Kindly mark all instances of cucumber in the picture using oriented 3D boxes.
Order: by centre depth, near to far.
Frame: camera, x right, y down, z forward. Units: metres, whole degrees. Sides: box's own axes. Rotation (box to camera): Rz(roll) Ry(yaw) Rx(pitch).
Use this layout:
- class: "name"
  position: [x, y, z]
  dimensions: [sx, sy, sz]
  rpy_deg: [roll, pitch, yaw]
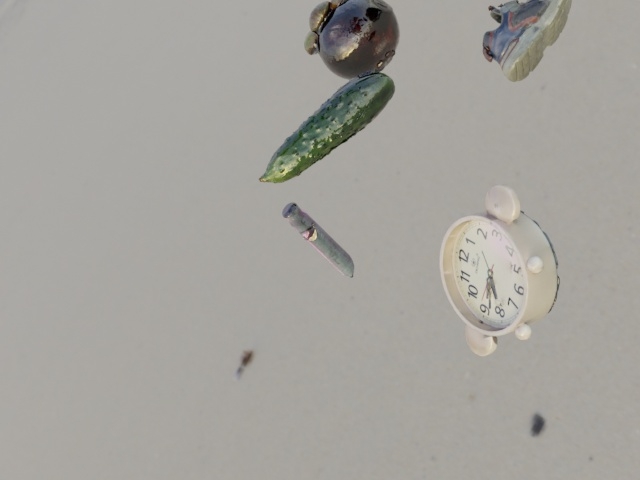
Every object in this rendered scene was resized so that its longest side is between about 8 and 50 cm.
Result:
- class: "cucumber"
  position: [0.007, -0.150, 1.404]
  dimensions: [0.227, 0.069, 0.069]
  rpy_deg: [-40, 28, 3]

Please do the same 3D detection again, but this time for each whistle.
- class: "whistle"
  position: [0.000, 0.000, 1.622]
  dimensions: [0.033, 0.176, 0.033]
  rpy_deg: [-26, 41, 25]

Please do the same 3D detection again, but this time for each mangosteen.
- class: "mangosteen"
  position: [0.077, -0.459, 2.296]
  dimensions: [0.210, 0.210, 0.210]
  rpy_deg: [-41, 32, 33]

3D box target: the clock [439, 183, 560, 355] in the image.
- class: "clock"
  position: [0.219, 0.037, 1.253]
  dimensions: [0.156, 0.063, 0.229]
  rpy_deg: [32, 128, 45]

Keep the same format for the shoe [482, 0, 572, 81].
- class: "shoe"
  position: [0.372, -0.402, 1.889]
  dimensions: [0.125, 0.099, 0.227]
  rpy_deg: [30, 77, 26]
